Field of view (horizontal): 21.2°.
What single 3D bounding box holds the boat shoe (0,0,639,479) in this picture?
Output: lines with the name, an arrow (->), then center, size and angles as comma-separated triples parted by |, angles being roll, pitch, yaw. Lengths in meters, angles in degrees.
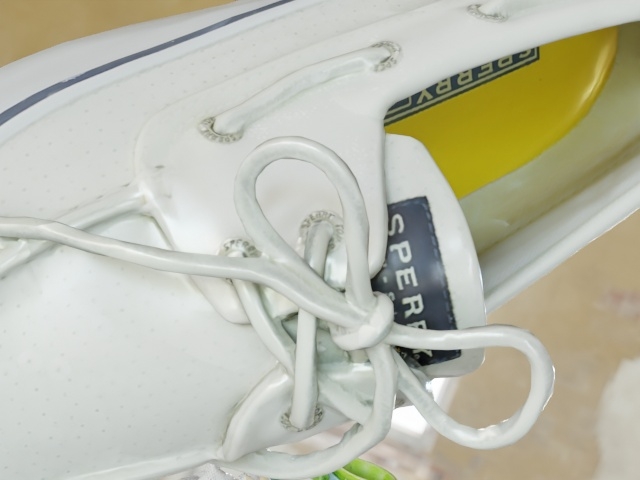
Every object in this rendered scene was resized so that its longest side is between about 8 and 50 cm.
boat shoe -> 0.003, 0.007, 0.516 | 0.367, 0.136, 0.156 | -27, 34, -29

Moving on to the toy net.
toy net -> -0.041, 0.217, 1.615 | 0.232, 0.045, 0.122 | 12, 14, -40
